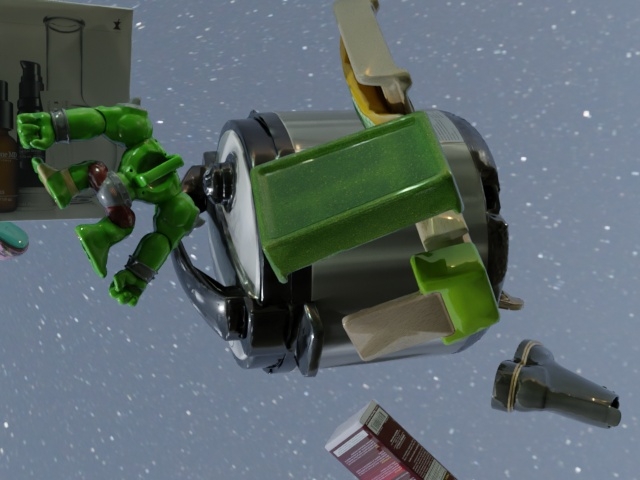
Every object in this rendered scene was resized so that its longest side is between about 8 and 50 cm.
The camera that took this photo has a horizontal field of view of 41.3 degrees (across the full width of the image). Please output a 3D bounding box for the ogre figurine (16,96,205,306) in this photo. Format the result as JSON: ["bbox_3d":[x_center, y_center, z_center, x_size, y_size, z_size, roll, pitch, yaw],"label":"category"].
[{"bbox_3d":[-0.189,-0.047,0.806,0.118,0.097,0.197,-30,-95,-17],"label":"ogre figurine"}]

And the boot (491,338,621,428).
[{"bbox_3d":[0.289,0.175,0.994,0.198,0.137,0.077,-19,-64,-63],"label":"boot"}]

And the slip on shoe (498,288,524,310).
[{"bbox_3d":[0.357,0.113,1.690,0.135,0.051,0.041,6,-84,-31],"label":"slip on shoe"}]

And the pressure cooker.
[{"bbox_3d":[0.000,-0.006,1.186,0.420,0.370,0.375,-4,-93,-17],"label":"pressure cooker"}]

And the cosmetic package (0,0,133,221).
[{"bbox_3d":[-0.434,-0.168,1.074,0.377,0.097,0.284,-3,-78,-31],"label":"cosmetic package"}]

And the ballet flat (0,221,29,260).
[{"bbox_3d":[-0.558,-0.041,1.320,0.079,0.077,0.221,-31,-60,23],"label":"ballet flat"}]

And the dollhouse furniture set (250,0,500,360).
[{"bbox_3d":[0.034,-0.061,0.784,0.151,0.301,0.197,-21,-45,8],"label":"dollhouse furniture set"}]

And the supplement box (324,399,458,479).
[{"bbox_3d":[0.141,0.439,1.660,0.239,0.130,0.073,44,-140,0],"label":"supplement box"}]
